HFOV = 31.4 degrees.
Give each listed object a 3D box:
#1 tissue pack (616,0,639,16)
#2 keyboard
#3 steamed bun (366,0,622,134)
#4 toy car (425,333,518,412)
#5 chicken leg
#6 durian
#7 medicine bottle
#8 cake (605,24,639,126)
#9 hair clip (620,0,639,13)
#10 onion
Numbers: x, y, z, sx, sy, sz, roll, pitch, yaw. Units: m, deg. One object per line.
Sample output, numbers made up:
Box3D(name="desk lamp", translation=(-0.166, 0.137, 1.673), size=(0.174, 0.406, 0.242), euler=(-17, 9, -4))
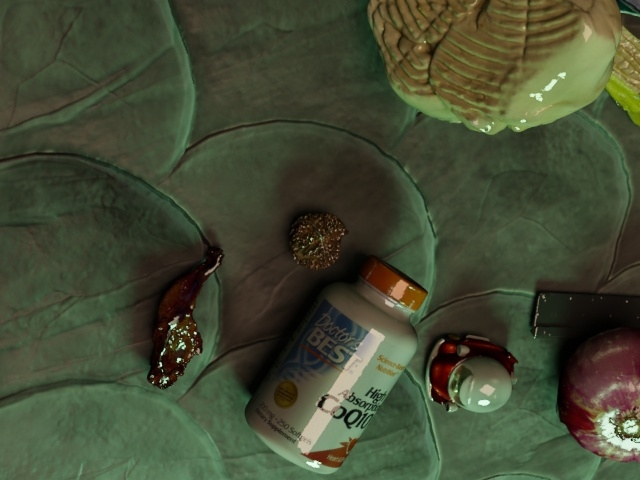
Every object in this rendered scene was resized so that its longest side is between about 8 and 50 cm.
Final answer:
Box3D(name="tissue pack", translation=(0.441, -0.527, 1.436), size=(0.264, 0.253, 0.417), euler=(-23, 112, -10))
Box3D(name="keyboard", translation=(0.430, 0.117, 1.772), size=(0.231, 0.023, 0.072), euler=(3, 99, -21))
Box3D(name="steamed bun", translation=(0.239, -0.266, 1.445), size=(0.203, 0.289, 0.276), euler=(-5, 74, -53))
Box3D(name="toy car", translation=(0.236, 0.206, 1.682), size=(0.139, 0.112, 0.112), euler=(3, 106, -20))
Box3D(name="chicken leg", translation=(-0.186, 0.106, 1.536), size=(0.093, 0.053, 0.205), euler=(1, 116, -44))
Box3D(name="durian", translation=(0.000, 0.000, 1.553), size=(0.091, 0.080, 0.080), euler=(-10, 111, -28))
Box3D(name="medicine bottle", translation=(0.031, 0.164, 1.571), size=(0.157, 0.157, 0.289), euler=(30, 96, -25))
Box3D(name="cake", translation=(0.445, -0.241, 1.651), size=(0.185, 0.116, 0.080), euler=(37, 88, 6))
Box3D(name="hair clip", translation=(0.334, -0.381, 1.414), size=(0.095, 0.359, 0.110), euler=(-12, 140, -40))
Box3D(name="onion", translation=(0.451, 0.237, 1.738), size=(0.200, 0.201, 0.207), euler=(-28, 147, -9))
